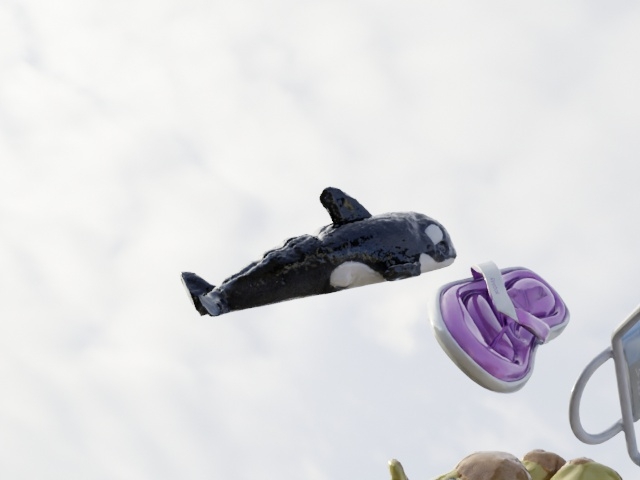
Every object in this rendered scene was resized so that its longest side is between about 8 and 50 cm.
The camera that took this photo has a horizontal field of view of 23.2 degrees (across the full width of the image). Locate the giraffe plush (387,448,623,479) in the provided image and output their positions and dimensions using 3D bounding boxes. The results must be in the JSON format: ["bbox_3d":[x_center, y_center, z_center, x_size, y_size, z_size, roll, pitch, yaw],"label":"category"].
[{"bbox_3d":[0.132,0.231,1.217,0.181,0.210,0.170,7,-31,52],"label":"giraffe plush"}]

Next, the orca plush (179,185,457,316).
[{"bbox_3d":[0.000,0.000,1.545,0.287,0.102,0.151,-11,1,-13],"label":"orca plush"}]

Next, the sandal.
[{"bbox_3d":[0.251,0.085,2.085,0.169,0.416,0.102,41,-69,8],"label":"sandal"}]

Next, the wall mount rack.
[{"bbox_3d":[0.422,0.089,1.700,0.130,0.350,0.304,24,-43,45],"label":"wall mount rack"}]
